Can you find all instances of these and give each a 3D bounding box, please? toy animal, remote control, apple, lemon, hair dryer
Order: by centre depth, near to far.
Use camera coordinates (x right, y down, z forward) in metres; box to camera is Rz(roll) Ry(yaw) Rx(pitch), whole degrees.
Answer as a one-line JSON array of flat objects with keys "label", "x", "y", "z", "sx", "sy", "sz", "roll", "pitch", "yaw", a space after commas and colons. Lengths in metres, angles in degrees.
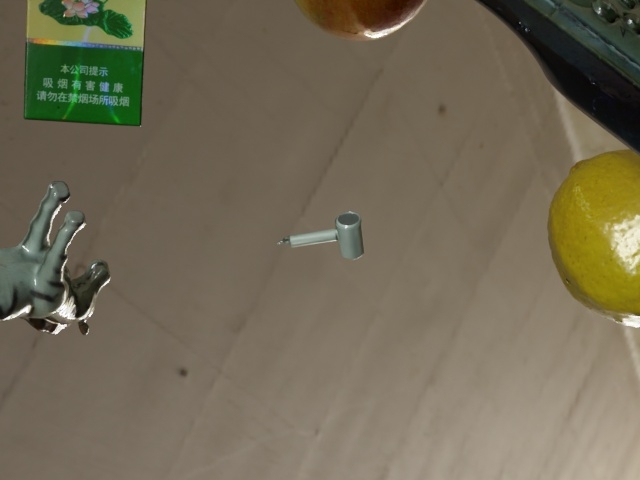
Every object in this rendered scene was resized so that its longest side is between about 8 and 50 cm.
[{"label": "remote control", "x": 0.115, "y": -0.083, "z": 0.469, "sx": 0.042, "sy": 0.222, "sz": 0.072, "roll": -47, "pitch": 10, "yaw": 38}, {"label": "toy animal", "x": -0.270, "y": 0.023, "z": 1.046, "sx": 0.255, "sy": 0.090, "sz": 0.170, "roll": 13, "pitch": -57, "yaw": -49}, {"label": "apple", "x": 0.049, "y": -0.350, "z": 1.427, "sx": 0.196, "sy": 0.196, "sz": 0.196, "roll": -36, "pitch": -48, "yaw": -54}, {"label": "lemon", "x": 0.390, "y": -0.003, "z": 1.430, "sx": 0.260, "sy": 0.204, "sz": 0.204, "roll": 66, "pitch": -174, "yaw": 34}, {"label": "hair dryer", "x": 0.000, "y": 0.000, "z": 1.637, "sx": 0.038, "sy": 0.124, "sz": 0.063, "roll": -98, "pitch": -1, "yaw": -52}]

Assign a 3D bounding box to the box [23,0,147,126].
[{"label": "box", "x": -0.257, "y": -0.246, "z": 1.262, "sx": 0.034, "sy": 0.132, "sz": 0.235, "roll": -122, "pitch": 37, "yaw": -76}]
